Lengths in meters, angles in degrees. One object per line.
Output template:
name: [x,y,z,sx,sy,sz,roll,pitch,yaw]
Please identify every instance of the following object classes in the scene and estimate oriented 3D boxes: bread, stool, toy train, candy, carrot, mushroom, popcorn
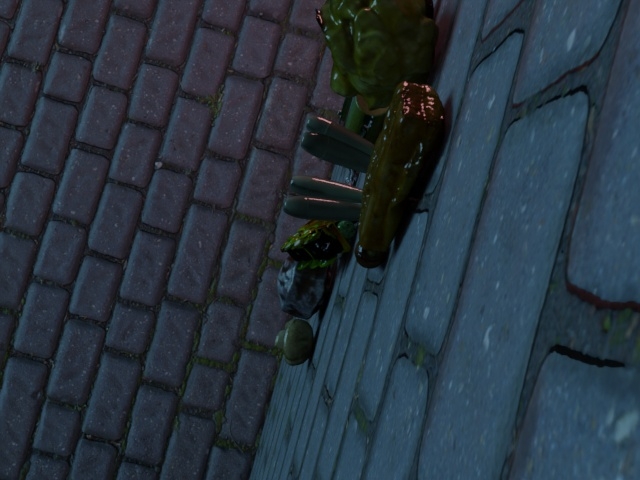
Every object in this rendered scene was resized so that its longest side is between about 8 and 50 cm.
bread: [0.117,-0.103,1.046,0.139,0.077,0.271,-84,8,-46]
stool: [0.041,-0.131,1.396,0.195,0.199,0.195,-85,9,-66]
toy train: [0.000,0.000,1.810,0.160,0.100,0.296,-41,11,-18]
candy: [0.074,-0.131,2.048,0.094,0.051,0.226,116,169,-56]
carrot: [0.087,0.022,1.222,0.161,0.055,0.055,15,-89,-86]
mushroom: [-0.075,0.299,2.014,0.148,0.112,0.148,-170,90,-82]
toy train: [0.096,-0.307,1.680,0.307,0.126,0.189,110,-178,-66]
candy: [-0.051,0.125,2.052,0.289,0.157,0.214,136,153,-83]
popcorn: [0.106,-0.368,1.263,0.286,0.215,0.252,-92,-15,-66]

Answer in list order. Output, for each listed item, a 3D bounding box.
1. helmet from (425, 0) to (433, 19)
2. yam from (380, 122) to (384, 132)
helmet: [0.195,-0.461,1.397,0.123,0.070,0.098,-61,2,45]
yam: [0.160,-0.278,1.571,0.116,0.021,0.021,116,169,-64]
